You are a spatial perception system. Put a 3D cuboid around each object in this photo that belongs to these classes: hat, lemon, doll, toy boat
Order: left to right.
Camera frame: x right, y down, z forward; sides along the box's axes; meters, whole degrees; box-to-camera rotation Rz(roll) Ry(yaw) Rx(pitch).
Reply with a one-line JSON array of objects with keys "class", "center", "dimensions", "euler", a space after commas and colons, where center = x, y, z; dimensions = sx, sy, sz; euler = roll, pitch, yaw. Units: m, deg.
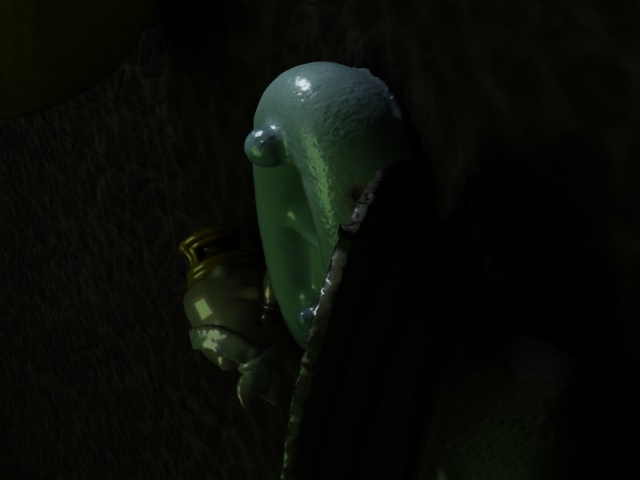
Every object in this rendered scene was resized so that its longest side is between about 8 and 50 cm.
[{"class": "lemon", "center": [-0.216, -0.211, 0.834], "dimensions": [0.267, 0.267, 0.267], "euler": [45, 145, 46]}, {"class": "doll", "center": [-0.049, 0.049, 0.873], "dimensions": [0.084, 0.073, 0.127], "euler": [-34, 70, 32]}, {"class": "toy boat", "center": [0.000, 0.000, 0.717], "dimensions": [0.134, 0.079, 0.207], "euler": [-130, 31, -49]}, {"class": "hat", "center": [0.069, 0.092, 0.574], "dimensions": [0.110, 0.252, 0.252], "euler": [10, 125, 16]}]
